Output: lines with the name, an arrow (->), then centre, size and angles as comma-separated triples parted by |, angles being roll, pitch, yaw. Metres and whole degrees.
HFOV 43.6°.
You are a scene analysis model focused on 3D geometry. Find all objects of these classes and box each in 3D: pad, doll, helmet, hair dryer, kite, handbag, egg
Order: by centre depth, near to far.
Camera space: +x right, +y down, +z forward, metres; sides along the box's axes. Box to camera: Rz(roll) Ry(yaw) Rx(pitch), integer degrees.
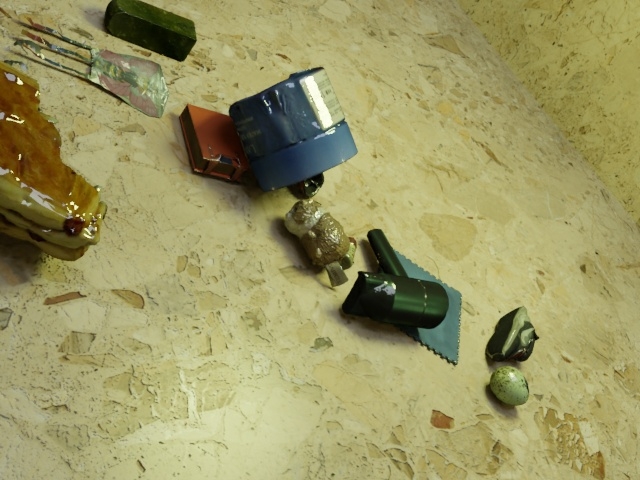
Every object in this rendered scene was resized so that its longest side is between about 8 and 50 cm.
doll -> 0.004, -0.001, 1.828 | 0.115, 0.105, 0.221 | -24, 70, -24
kite -> -0.507, -0.403, 1.828 | 0.361, 0.022, 0.204 | 22, 41, -32
handbag -> -0.248, -0.226, 1.865 | 0.127, 0.063, 0.190 | 11, 43, -37
hair dryer -> 0.138, 0.071, 1.893 | 0.244, 0.116, 0.302 | 14, 34, -34
egg -> 0.458, 0.352, 1.928 | 0.110, 0.085, 0.085 | 42, 36, -6
pad -> 0.246, 0.154, 1.990 | 0.269, 0.012, 0.269 | 35, 37, -12
helmet -> -0.033, -0.146, 1.994 | 0.084, 0.049, 0.065 | -48, 134, -34

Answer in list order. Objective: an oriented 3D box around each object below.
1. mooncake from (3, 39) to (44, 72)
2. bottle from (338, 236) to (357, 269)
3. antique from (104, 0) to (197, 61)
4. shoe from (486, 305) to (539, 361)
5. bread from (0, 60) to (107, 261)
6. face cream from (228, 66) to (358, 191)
mooncake -> -0.709, -0.343, 1.555 | 0.150, 0.057, 0.347 | 52, 41, -10
bottle -> 0.064, 0.025, 1.915 | 0.047, 0.063, 0.101 | 13, 34, 8
antique -> -0.424, -0.530, 1.982 | 0.221, 0.081, 0.080 | 16, 43, -33
shoe -> 0.508, 0.260, 2.067 | 0.112, 0.099, 0.227 | 49, 35, -5
bread -> -0.550, -0.138, 1.385 | 0.370, 0.192, 0.314 | 34, 29, -33
face cream -> -0.065, -0.260, 1.855 | 0.249, 0.249, 0.225 | -35, 106, -54
